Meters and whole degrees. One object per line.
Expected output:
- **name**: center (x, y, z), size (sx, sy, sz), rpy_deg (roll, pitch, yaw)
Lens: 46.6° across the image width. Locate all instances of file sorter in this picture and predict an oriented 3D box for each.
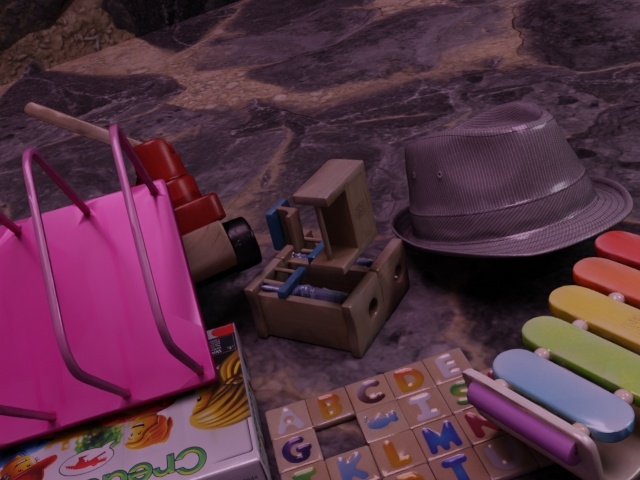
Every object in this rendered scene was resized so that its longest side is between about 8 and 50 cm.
- **file sorter**: center (-0.261, 0.050, 0.605), size (0.290, 0.182, 0.202), rpy_deg (-17, 72, -4)

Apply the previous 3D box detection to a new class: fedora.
- **fedora**: center (0.191, -0.078, 0.819), size (0.243, 0.124, 0.275), rpy_deg (-21, 15, -18)

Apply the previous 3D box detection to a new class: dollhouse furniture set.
- **dollhouse furniture set**: center (0.000, 0.000, 0.768), size (0.129, 0.184, 0.129), rpy_deg (7, 36, 31)

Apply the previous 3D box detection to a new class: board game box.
- **board game box**: center (-0.206, 0.190, 0.668), size (0.305, 0.053, 0.193), rpy_deg (-17, 31, -5)

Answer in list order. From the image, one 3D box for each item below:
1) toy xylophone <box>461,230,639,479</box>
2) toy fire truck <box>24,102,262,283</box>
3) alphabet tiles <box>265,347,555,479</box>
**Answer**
- **toy xylophone**: center (0.282, 0.094, 0.589), size (0.236, 0.081, 0.322), rpy_deg (19, 40, 42)
- **toy fire truck**: center (-0.199, -0.052, 0.830), size (0.158, 0.247, 0.217), rpy_deg (-24, 3, -16)
- **alphabet tiles**: center (0.083, 0.173, 0.623), size (0.237, 0.009, 0.198), rpy_deg (-18, 30, -6)
